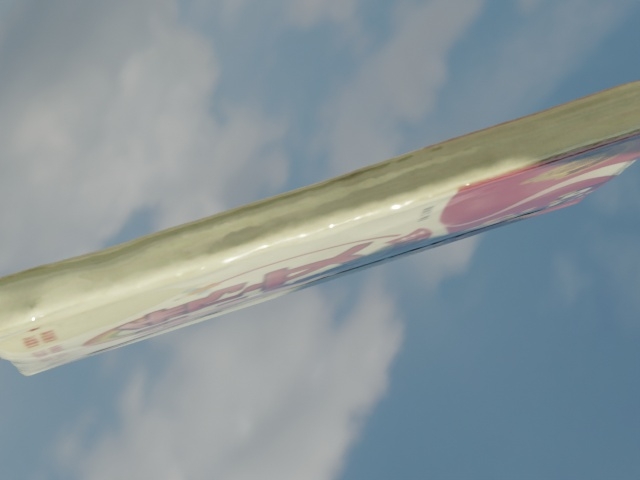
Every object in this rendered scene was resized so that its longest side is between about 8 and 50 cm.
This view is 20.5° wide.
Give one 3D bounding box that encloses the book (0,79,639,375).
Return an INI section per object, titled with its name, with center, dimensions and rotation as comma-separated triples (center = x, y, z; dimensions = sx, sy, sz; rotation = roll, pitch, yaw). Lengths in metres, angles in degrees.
[book]
center = 0.000, 0.000, 0.611
dimensions = 0.232, 0.022, 0.162
rotation = -18, 172, -7
